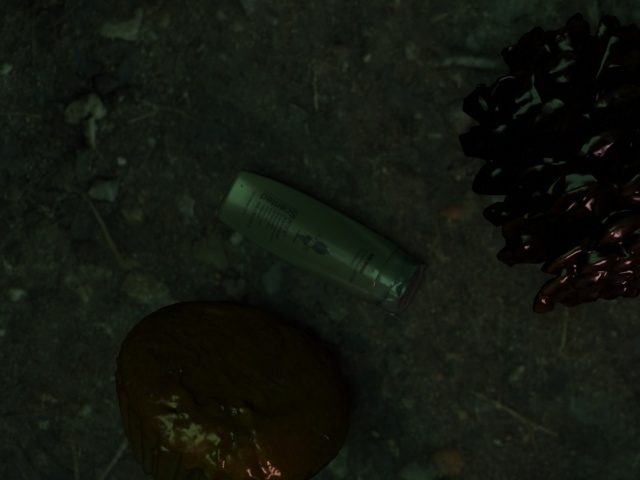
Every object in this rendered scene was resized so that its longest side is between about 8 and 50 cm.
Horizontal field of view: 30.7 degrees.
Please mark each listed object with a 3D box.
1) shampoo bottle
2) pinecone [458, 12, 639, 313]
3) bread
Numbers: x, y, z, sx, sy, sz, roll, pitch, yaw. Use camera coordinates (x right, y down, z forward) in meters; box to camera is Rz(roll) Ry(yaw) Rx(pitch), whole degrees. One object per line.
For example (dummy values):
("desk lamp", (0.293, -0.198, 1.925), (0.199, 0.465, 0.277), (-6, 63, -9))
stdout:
("shampoo bottle", (0.000, 0.000, 1.166), (0.212, 0.049, 0.072), (28, 99, 14))
("pinecone", (0.238, -0.065, 0.994), (0.224, 0.224, 0.273), (-26, 74, 19))
("bread", (-0.090, 0.156, 1.120), (0.240, 0.240, 0.139), (36, 119, 13))
